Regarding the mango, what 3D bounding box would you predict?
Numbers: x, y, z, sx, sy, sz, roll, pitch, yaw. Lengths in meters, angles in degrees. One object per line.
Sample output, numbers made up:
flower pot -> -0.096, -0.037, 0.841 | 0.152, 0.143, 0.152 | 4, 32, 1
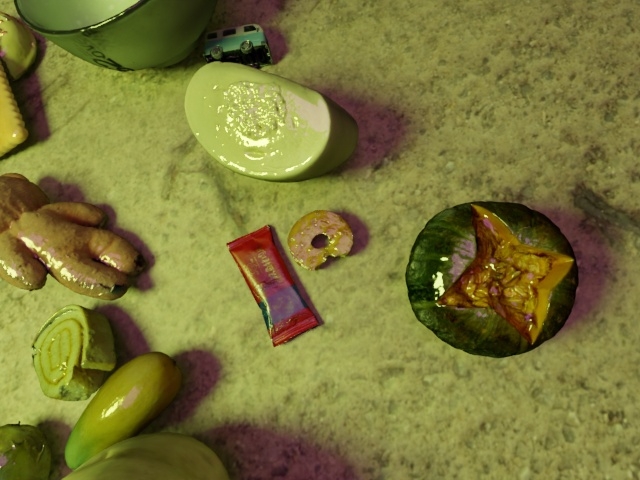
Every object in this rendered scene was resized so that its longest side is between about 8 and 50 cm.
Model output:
mango -> -0.289, 0.247, 0.591 | 0.092, 0.130, 0.194 | 43, 77, -13

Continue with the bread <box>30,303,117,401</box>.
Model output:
bread -> -0.382, 0.177, 0.631 | 0.118, 0.064, 0.156 | -41, 57, 4

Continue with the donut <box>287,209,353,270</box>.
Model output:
donut -> 0.000, 0.000, 0.682 | 0.108, 0.043, 0.097 | -20, 76, -1

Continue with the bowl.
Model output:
bowl -> -0.328, -0.445, 0.728 | 0.355, 0.185, 0.352 | -4, 71, 13

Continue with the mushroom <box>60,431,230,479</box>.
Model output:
mushroom -> -0.213, 0.384, 0.446 | 0.354, 0.353, 0.324 | -8, 53, 1

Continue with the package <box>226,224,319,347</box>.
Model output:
package -> -0.083, 0.072, 0.680 | 0.083, 0.022, 0.200 | -27, 74, -4

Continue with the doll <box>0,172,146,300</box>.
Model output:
doll -> -0.458, 0.019, 0.674 | 0.304, 0.156, 0.201 | 31, 37, -8

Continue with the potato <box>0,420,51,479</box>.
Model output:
potato -> -0.468, 0.382, 0.585 | 0.118, 0.090, 0.225 | 10, 81, -13

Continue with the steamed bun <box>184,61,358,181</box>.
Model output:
steamed bun -> -0.076, -0.177, 0.659 | 0.251, 0.200, 0.154 | 24, 102, 12

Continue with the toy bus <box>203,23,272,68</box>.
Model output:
toy bus -> -0.159, -0.373, 0.779 | 0.123, 0.060, 0.074 | -9, 72, 3

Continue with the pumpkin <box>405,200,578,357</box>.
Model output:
pumpkin -> 0.243, 0.056, 0.595 | 0.239, 0.159, 0.237 | 0, 87, 3

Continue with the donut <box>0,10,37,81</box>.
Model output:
donut -> -0.644, -0.408, 0.813 | 0.166, 0.065, 0.108 | 37, 80, 11

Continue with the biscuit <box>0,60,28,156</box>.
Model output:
biscuit -> -0.656, -0.268, 0.761 | 0.160, 0.030, 0.249 | -24, 85, 12
